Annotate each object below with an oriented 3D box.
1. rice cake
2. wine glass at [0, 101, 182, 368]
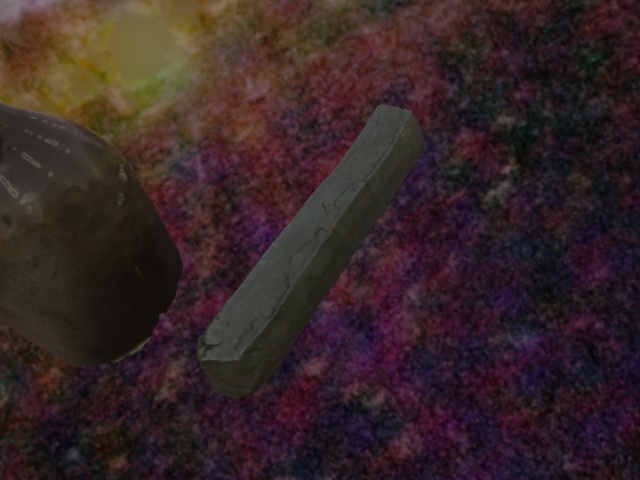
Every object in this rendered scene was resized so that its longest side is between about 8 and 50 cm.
[{"bbox_3d":[0.000,0.000,0.553,0.042,0.045,0.245,12,50,31],"label":"rice cake"},{"bbox_3d":[-0.183,-0.038,0.489,0.126,0.241,0.126,-21,37,17],"label":"wine glass"}]
